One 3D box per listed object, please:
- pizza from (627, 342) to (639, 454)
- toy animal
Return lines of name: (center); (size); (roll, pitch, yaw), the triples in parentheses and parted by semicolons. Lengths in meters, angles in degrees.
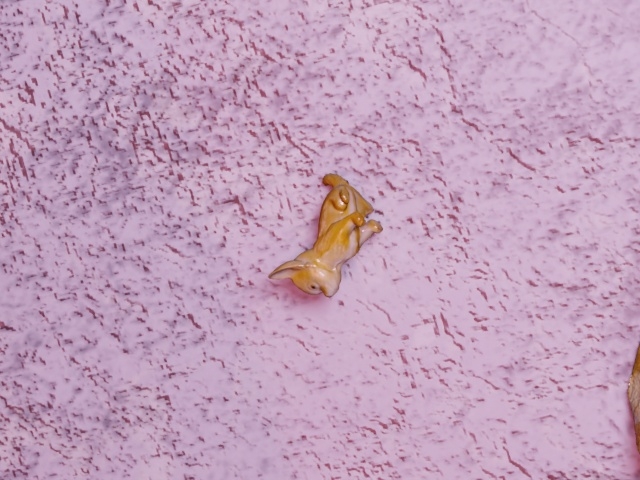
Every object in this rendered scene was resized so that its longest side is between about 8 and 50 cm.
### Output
pizza: (0.256, 0.089, 1.405); (0.036, 0.099, 0.160); (11, 95, -12)
toy animal: (0.000, 0.000, 1.451); (0.083, 0.060, 0.081); (-43, 65, 15)
